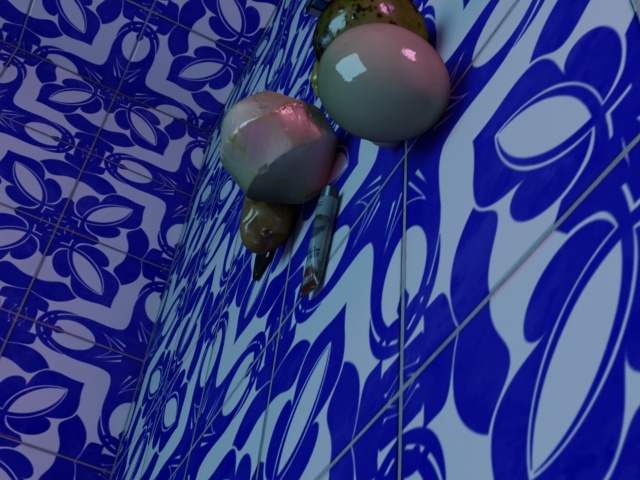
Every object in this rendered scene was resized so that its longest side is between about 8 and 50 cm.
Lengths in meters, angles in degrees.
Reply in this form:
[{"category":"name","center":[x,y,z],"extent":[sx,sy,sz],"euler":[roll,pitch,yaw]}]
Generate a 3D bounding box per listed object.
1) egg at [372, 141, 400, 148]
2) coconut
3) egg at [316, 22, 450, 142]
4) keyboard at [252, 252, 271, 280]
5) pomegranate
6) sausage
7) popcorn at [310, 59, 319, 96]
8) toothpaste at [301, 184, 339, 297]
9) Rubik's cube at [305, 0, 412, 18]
[{"category":"egg","center":[0.105,-0.198,1.581],"extent":[0.071,0.083,0.071],"euler":[-53,18,26]},{"category":"coconut","center":[-0.083,-0.192,1.962],"extent":[0.259,0.259,0.259],"euler":[-59,16,29]},{"category":"egg","center":[0.099,-0.246,1.451],"extent":[0.242,0.186,0.186],"euler":[31,99,43]},{"category":"keyboard","center":[-0.133,-0.008,2.276],"extent":[0.106,0.016,0.262],"euler":[-57,17,33]},{"category":"pomegranate","center":[0.087,-0.319,1.640],"extent":[0.214,0.214,0.247],"euler":[-177,92,-75]},{"category":"sausage","center":[-0.118,-0.062,2.096],"extent":[0.241,0.120,0.136],"euler":[-86,20,-55]},{"category":"popcorn","center":[0.053,-0.338,1.891],"extent":[0.148,0.152,0.167],"euler":[6,46,46]},{"category":"toothpaste","center":[0.000,0.000,1.751],"extent":[0.062,0.039,0.239],"euler":[-37,34,50]},{"category":"Rubik's cube","center":[0.098,-0.564,1.972],"extent":[0.182,0.187,0.184],"euler":[-34,38,64]}]
